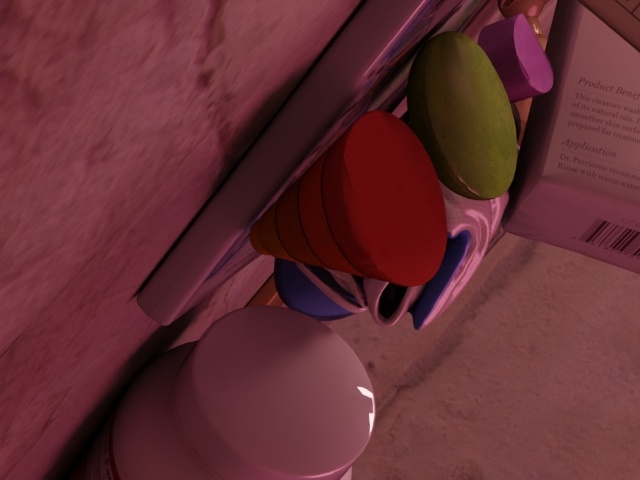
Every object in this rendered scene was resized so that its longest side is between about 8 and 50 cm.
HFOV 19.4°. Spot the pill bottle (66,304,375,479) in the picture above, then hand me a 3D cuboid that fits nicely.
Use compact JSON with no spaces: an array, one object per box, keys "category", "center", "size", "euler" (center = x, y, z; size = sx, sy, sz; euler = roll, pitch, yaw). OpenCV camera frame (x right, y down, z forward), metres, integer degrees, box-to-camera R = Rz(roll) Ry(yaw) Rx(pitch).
[{"category":"pill bottle","center":[-0.111,0.238,1.763],"size":[0.229,0.229,0.408],"euler":[-44,174,-43]}]

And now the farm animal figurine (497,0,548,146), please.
[{"category":"farm animal figurine","center":[0.282,-0.257,1.909],"size":[0.330,0.172,0.327],"euler":[-35,155,-39]}]

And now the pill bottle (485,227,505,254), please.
[{"category":"pill bottle","center":[0.147,-0.035,2.337],"size":[0.162,0.162,0.278],"euler":[-51,175,26]}]

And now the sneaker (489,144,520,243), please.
[{"category":"sneaker","center":[0.191,-0.115,2.170],"size":[0.130,0.087,0.227],"euler":[-44,136,-60]}]

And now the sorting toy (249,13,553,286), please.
[{"category":"sorting toy","center":[0.055,-0.068,1.378],"size":[0.126,0.127,0.365],"euler":[-16,-163,33]}]

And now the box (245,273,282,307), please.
[{"category":"box","center":[0.000,0.000,2.141],"size":[0.201,0.021,0.164],"euler":[-49,175,12]}]

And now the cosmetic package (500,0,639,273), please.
[{"category":"cosmetic package","center":[0.307,-0.173,1.583],"size":[0.156,0.217,0.385],"euler":[114,-6,-72]}]

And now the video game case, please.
[{"category":"video game case","center":[0.018,-0.098,1.423],"size":[0.329,0.036,0.300],"euler":[-51,175,23]}]

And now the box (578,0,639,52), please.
[{"category":"box","center":[0.243,-0.216,1.327],"size":[0.148,0.232,0.127],"euler":[-49,175,9]}]

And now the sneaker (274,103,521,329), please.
[{"category":"sneaker","center":[0.040,0.013,1.605],"size":[0.323,0.130,0.236],"euler":[-44,-167,35]}]
